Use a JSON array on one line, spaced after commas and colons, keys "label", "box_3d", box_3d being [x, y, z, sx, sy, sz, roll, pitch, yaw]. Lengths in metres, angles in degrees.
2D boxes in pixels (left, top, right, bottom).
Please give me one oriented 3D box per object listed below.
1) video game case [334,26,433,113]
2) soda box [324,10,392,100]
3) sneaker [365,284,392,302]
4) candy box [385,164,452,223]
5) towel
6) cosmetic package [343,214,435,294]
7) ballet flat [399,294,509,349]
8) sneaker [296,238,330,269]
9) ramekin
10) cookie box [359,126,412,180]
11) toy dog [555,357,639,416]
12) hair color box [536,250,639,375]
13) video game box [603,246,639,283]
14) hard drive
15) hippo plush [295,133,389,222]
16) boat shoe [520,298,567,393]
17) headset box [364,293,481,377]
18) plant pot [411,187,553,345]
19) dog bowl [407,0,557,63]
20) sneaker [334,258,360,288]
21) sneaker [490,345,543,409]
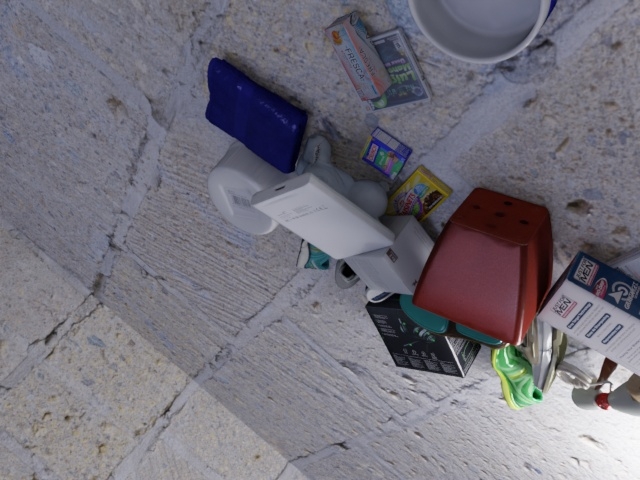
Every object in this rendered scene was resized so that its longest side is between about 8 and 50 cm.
[{"label": "video game case", "box_3d": [0.141, -0.378, 1.547, 0.190, 0.022, 0.173, -4, 127, 44]}, {"label": "soda box", "box_3d": [0.086, -0.401, 1.498, 0.058, 0.063, 0.183, -4, 127, 45]}, {"label": "sneaker", "box_3d": [0.222, 0.084, 1.943, 0.216, 0.121, 0.079, -23, 125, 14]}, {"label": "candy box", "box_3d": [0.242, -0.103, 1.756, 0.105, 0.027, 0.206, 41, 145, 0]}, {"label": "towel", "box_3d": [-0.173, -0.335, 1.831, 0.308, 0.076, 0.228, 37, 148, 12]}, {"label": "cosmetic package", "box_3d": [0.187, 0.036, 1.815, 0.151, 0.151, 0.183, 49, 155, -26]}, {"label": "ballet flat", "box_3d": [0.360, 0.193, 1.730, 0.124, 0.116, 0.342, 9, -178, -44]}, {"label": "sneaker", "box_3d": [0.000, 0.000, 2.054, 0.109, 0.107, 0.275, 15, 147, 1]}, {"label": "ramekin", "box_3d": [-0.200, -0.148, 2.014, 0.277, 0.135, 0.277, 25, 143, 20]}, {"label": "cookie box", "box_3d": [0.161, -0.214, 1.695, 0.107, 0.040, 0.092, 35, 146, 7]}, {"label": "toy dog", "box_3d": [0.784, 0.361, 1.713, 0.333, 0.161, 0.220, 13, 143, 54]}, {"label": "hair color box", "box_3d": [0.686, 0.185, 1.524, 0.347, 0.105, 0.174, 30, 145, 12]}, {"label": "video game box", "box_3d": [0.733, 0.117, 1.538, 0.205, 0.048, 0.187, 43, 143, -5]}, {"label": "hard drive", "box_3d": [0.008, -0.051, 1.669, 0.203, 0.040, 0.307, -16, 143, 42]}, {"label": "hippo plush", "box_3d": [0.059, -0.145, 1.774, 0.236, 0.234, 0.294, 16, 152, -11]}, {"label": "boat shoe", "box_3d": [0.586, 0.271, 1.798, 0.103, 0.113, 0.302, 18, 130, 29]}, {"label": "headset box", "box_3d": [0.298, 0.246, 2.002, 0.246, 0.131, 0.283, 0, 129, 43]}, {"label": "plant pot", "box_3d": [0.395, 0.035, 1.590, 0.267, 0.267, 0.236, 21, 130, 24]}, {"label": "dog bowl", "box_3d": [0.295, -0.464, 1.242, 0.264, 0.104, 0.265, 24, 142, 21]}, {"label": "sneaker", "box_3d": [0.083, 0.084, 2.026, 0.099, 0.121, 0.262, 36, 145, 6]}, {"label": "sneaker", "box_3d": [0.558, 0.355, 1.934, 0.123, 0.109, 0.296, -12, 123, 25]}]
